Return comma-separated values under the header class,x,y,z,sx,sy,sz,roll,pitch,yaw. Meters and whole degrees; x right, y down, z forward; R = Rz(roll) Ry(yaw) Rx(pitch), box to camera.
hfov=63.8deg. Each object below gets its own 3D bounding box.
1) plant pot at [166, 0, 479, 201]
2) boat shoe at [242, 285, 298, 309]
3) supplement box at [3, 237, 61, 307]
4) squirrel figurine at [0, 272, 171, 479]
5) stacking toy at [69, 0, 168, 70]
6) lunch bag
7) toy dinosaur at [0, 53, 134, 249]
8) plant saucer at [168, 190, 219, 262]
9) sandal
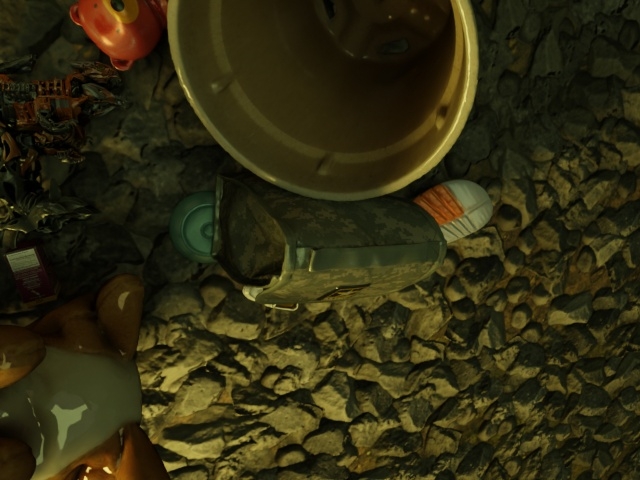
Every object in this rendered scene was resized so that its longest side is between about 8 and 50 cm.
class,x,y,z,sx,sy,sz,roll,pitch,yaw
plant pot,0.039,-0.270,0.640,0.334,0.305,0.333,12,132,14
boat shoe,-0.083,0.097,0.871,0.100,0.035,0.035,23,96,-24
supplement box,-0.407,0.045,0.731,0.043,0.055,0.083,-16,108,-15
squirrel figurine,-0.424,0.202,0.582,0.371,0.397,0.280,-4,86,-43
stacking toy,-0.275,-0.349,0.533,0.130,0.279,0.309,-42,93,-6
lunch bag,0.000,0.000,0.726,0.236,0.287,0.168,-1,104,-28
toy dinosaur,-0.396,-0.113,0.669,0.322,0.164,0.218,-25,97,8
plant saucer,-0.178,-0.019,0.814,0.120,0.021,0.119,-5,105,-19
sandal,0.167,-0.029,0.913,0.266,0.076,0.101,-25,98,10
